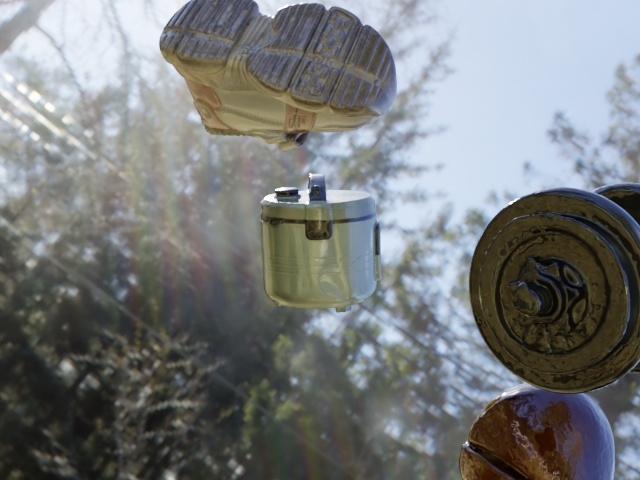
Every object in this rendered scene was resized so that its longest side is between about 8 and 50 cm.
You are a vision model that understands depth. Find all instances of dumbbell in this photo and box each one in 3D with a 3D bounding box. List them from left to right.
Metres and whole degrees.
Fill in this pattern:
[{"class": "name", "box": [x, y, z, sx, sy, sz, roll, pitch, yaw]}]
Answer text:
[{"class": "dumbbell", "box": [0.259, 0.041, 1.056, 0.192, 0.192, 0.290, 27, 21, 34]}]

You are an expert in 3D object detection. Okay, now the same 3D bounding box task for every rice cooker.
[{"class": "rice cooker", "box": [0.000, 0.000, 2.040, 0.226, 0.226, 0.244, 11, -72, 60]}]

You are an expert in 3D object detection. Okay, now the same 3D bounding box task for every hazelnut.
[{"class": "hazelnut", "box": [0.286, 0.283, 1.402, 0.208, 0.208, 0.208, 34, -14, 10]}]

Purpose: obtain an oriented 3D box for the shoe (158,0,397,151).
[{"class": "shoe", "box": [-0.047, -0.223, 1.583, 0.351, 0.172, 0.198, 22, -28, 25]}]
